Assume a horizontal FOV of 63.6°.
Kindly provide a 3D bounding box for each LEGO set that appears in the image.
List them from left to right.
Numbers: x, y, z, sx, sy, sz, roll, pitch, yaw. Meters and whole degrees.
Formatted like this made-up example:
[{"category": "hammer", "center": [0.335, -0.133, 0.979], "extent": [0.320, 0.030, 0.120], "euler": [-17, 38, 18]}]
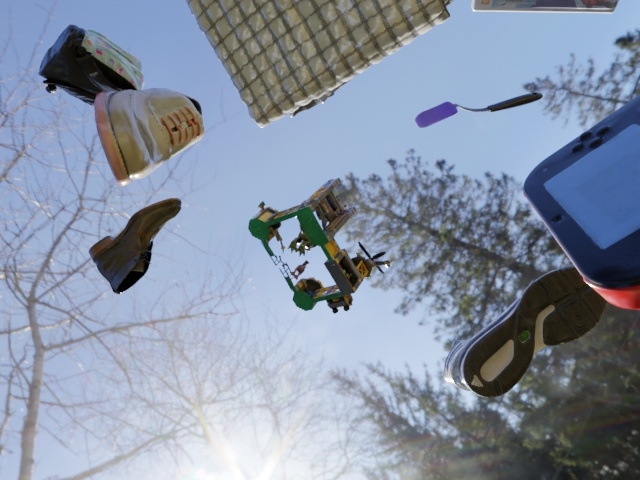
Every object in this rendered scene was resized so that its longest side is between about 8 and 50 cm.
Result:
[{"category": "LEGO set", "center": [0.000, 0.000, 1.298], "extent": [0.331, 0.255, 0.192], "euler": [54, -139, -10]}]

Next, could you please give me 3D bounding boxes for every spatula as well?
[{"category": "spatula", "center": [0.367, -0.309, 1.197], "extent": [0.296, 0.084, 0.030], "euler": [-9, -56, 0]}]

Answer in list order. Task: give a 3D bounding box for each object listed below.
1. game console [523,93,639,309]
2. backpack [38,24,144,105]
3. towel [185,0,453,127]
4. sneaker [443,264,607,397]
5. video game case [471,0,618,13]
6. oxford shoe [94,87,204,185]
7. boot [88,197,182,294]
[{"category": "game console", "center": [0.437, -0.104, 0.628], "extent": [0.060, 0.386, 0.342], "euler": [43, -67, -14]}, {"category": "backpack", "center": [-0.446, -0.339, 1.041], "extent": [0.182, 0.152, 0.115], "euler": [26, -126, -42]}, {"category": "towel", "center": [-0.019, -0.293, 0.526], "extent": [0.284, 0.235, 0.121], "euler": [60, -155, -5]}, {"category": "sneaker", "center": [0.480, 0.214, 1.291], "extent": [0.447, 0.169, 0.257], "euler": [-32, -5, -15]}, {"category": "video game case", "center": [0.319, -0.390, 0.681], "extent": [0.183, 0.201, 0.023], "euler": [85, -170, -56]}, {"category": "oxford shoe", "center": [-0.281, -0.203, 0.888], "extent": [0.146, 0.397, 0.140], "euler": [-11, -62, -4]}, {"category": "boot", "center": [-0.346, 0.011, 1.017], "extent": [0.219, 0.106, 0.082], "euler": [-34, -18, 10]}]
